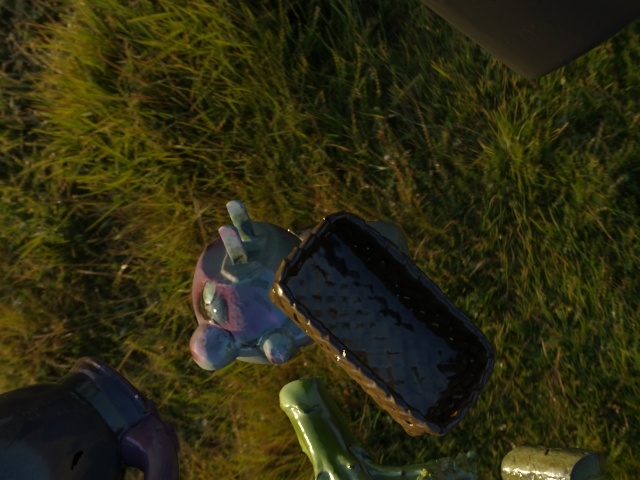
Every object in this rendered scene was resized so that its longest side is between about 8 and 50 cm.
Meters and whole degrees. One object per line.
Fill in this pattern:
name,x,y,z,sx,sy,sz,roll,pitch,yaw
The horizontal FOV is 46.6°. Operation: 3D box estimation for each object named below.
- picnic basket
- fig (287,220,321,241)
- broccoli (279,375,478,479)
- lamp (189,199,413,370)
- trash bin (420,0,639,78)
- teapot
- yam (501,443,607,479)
picnic basket,0.049,0.070,0.614,0.193,0.055,0.110,45,61,-5
fig,0.000,0.000,1.700,0.155,0.109,0.103,18,69,-19
broccoli,0.104,0.402,1.234,0.353,0.397,0.274,31,110,-22
lamp,-0.035,0.051,1.011,0.301,0.247,0.247,-8,131,14
trash bin,0.104,-0.249,0.459,0.209,0.290,0.182,-37,44,31
teapot,-0.162,0.135,0.445,0.148,0.146,0.116,-17,108,50
yam,0.315,0.310,0.997,0.146,0.070,0.069,-14,93,56
